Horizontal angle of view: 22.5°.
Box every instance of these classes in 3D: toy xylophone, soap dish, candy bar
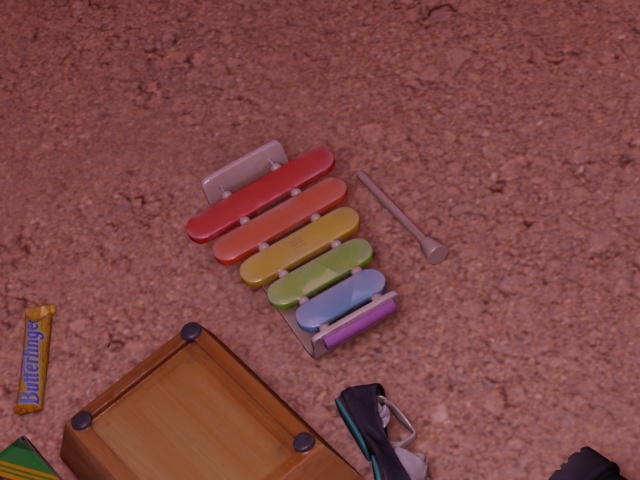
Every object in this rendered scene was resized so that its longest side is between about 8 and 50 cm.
[{"bbox_3d":[0.000,0.000,1.936,0.236,0.081,0.322,-36,52,-15],"label":"toy xylophone"},{"bbox_3d":[-0.128,0.237,1.755,0.229,0.118,0.291,-38,51,-16],"label":"soap dish"},{"bbox_3d":[-0.347,0.145,1.952,0.040,0.018,0.161,-8,50,8],"label":"candy bar"}]

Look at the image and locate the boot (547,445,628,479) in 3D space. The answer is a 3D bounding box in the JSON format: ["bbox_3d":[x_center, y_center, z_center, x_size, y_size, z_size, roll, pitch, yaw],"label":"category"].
[{"bbox_3d":[0.315,0.436,1.477,0.445,0.146,0.367,35,69,29],"label":"boot"}]

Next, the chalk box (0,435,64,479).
[{"bbox_3d":[-0.270,0.379,1.639,0.179,0.180,0.289,-38,51,-16],"label":"chalk box"}]

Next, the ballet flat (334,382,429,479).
[{"bbox_3d":[0.077,0.232,1.739,0.074,0.074,0.203,-22,48,-3],"label":"ballet flat"}]
